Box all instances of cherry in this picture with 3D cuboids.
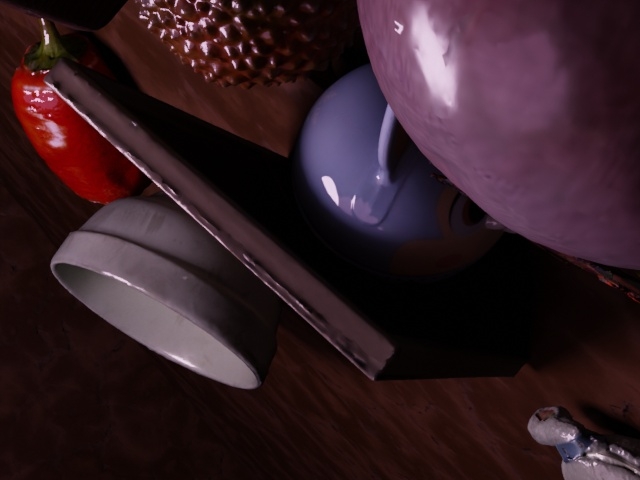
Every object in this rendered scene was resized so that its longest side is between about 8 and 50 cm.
[{"bbox_3d":[0.116,-0.096,0.488,0.239,0.239,0.206,17,105,59],"label":"cherry"}]

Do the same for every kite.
[{"bbox_3d":[0.146,0.006,0.736,0.189,0.009,0.232,30,-176,-5],"label":"kite"}]

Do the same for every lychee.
[{"bbox_3d":[-0.041,-0.177,0.789,0.165,0.165,0.197,47,165,-2],"label":"lychee"}]

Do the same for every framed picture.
[{"bbox_3d":[0.000,0.000,1.011,0.326,0.028,0.446,41,-172,20],"label":"framed picture"}]

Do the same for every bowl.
[{"bbox_3d":[-0.176,0.048,1.563,0.307,0.163,0.307,24,161,8],"label":"bowl"}]

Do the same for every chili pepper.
[{"bbox_3d":[-0.303,-0.175,1.482,0.134,0.131,0.338,34,159,31],"label":"chili pepper"}]

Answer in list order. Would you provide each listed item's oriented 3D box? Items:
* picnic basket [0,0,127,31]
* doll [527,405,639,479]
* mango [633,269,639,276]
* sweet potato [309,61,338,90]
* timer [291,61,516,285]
[{"bbox_3d":[-0.245,-0.261,0.913,0.222,0.129,0.297,37,-168,21],"label":"picnic basket"},{"bbox_3d":[0.275,0.219,1.096,0.214,0.071,0.103,36,162,19],"label":"doll"},{"bbox_3d":[0.219,-0.011,0.684,0.130,0.092,0.195,23,162,41],"label":"mango"},{"bbox_3d":[-0.034,-0.179,0.965,0.195,0.056,0.056,49,164,-25],"label":"sweet potato"},{"bbox_3d":[0.079,-0.059,0.806,0.175,0.175,0.255,48,153,-7],"label":"timer"}]
